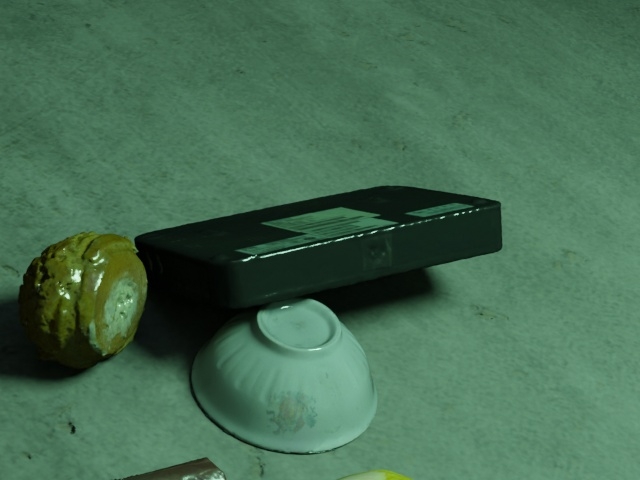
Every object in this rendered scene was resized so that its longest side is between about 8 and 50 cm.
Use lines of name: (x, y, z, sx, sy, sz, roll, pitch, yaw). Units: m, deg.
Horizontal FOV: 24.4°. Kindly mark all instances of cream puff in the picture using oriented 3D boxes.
cream puff: (-0.232, 0.055, 1.414, 0.103, 0.126, 0.144, 6, 24, 17)

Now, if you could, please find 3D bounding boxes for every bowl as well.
bowl: (-0.028, 0.110, 1.435, 0.189, 0.086, 0.189, 9, 35, -6)

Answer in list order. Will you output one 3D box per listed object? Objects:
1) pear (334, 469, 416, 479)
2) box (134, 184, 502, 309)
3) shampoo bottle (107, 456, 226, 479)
pear: (0.034, 0.269, 1.167, 0.178, 0.178, 0.178, 9, 36, -6)
box: (0.000, 0.000, 1.546, 0.350, 0.058, 0.211, -13, 16, -32)
shampoo bottle: (-0.189, 0.236, 1.225, 0.236, 0.067, 0.068, -13, 52, -32)
